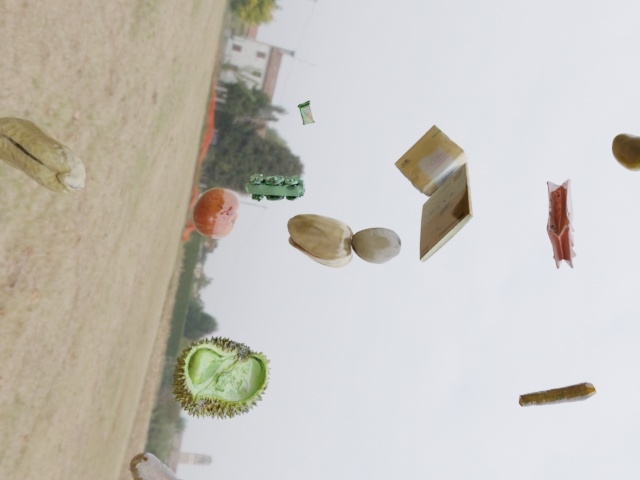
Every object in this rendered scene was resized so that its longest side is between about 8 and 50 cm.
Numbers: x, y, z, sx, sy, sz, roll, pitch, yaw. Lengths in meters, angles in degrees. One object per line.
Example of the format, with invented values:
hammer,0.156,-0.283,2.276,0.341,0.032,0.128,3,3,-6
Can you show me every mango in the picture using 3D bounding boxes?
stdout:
mango,0.933,-0.267,1.504,0.103,0.076,0.161,-58,-152,27

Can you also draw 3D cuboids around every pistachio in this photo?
pistachio,0.000,0.000,1.538,0.157,0.229,0.157,-48,150,-40
pistachio,0.160,0.014,1.461,0.113,0.149,0.113,-165,-90,-74

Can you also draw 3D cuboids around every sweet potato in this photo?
sweet potato,-0.346,0.627,1.231,0.114,0.341,0.092,-34,-154,22

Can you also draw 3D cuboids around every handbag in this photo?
handbag,0.627,-0.046,1.313,0.157,0.059,0.213,63,36,-32

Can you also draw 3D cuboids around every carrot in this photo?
carrot,0.549,0.362,1.177,0.042,0.170,0.042,-12,90,-81

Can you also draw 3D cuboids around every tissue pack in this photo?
tissue pack,0.416,-0.297,1.899,0.222,0.090,0.186,-42,-114,9

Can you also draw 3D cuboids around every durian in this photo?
durian,-0.249,0.337,1.246,0.176,0.236,0.200,151,-57,-62

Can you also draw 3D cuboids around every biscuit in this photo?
biscuit,-0.047,-0.421,1.680,0.089,0.046,0.016,74,-4,-51

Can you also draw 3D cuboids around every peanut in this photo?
peanut,-0.415,-0.125,0.746,0.080,0.174,0.080,-51,164,-21

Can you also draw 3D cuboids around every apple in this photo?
apple,-0.413,-0.110,2.028,0.209,0.164,0.210,12,90,-81

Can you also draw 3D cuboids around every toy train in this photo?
toy train,-0.127,-0.156,1.473,0.105,0.177,0.071,-66,158,-66

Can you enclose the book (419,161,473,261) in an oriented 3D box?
book,0.468,-0.115,1.894,0.269,0.032,0.389,-50,-167,35
